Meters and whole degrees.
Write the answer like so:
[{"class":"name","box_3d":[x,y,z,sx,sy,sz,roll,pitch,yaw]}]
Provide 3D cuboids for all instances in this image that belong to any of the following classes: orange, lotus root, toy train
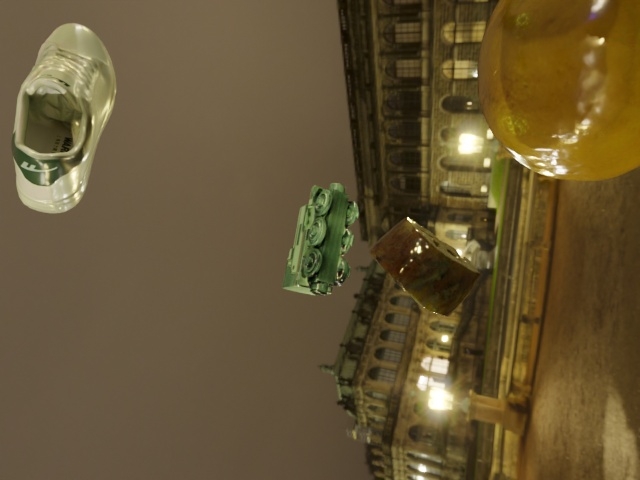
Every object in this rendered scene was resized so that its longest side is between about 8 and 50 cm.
[{"class":"orange","box_3d":[0.321,-0.213,0.566,0.279,0.235,0.279,-16,-66,-39]},{"class":"lotus root","box_3d":[0.224,0.060,0.960,0.119,0.234,0.138,-52,16,16]},{"class":"toy train","box_3d":[0.000,0.000,0.343,0.033,0.053,0.083,17,-106,-26]}]

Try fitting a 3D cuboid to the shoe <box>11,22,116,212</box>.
[{"class":"shoe","box_3d":[-0.294,-0.168,0.542,0.110,0.095,0.265,139,133,-59]}]
